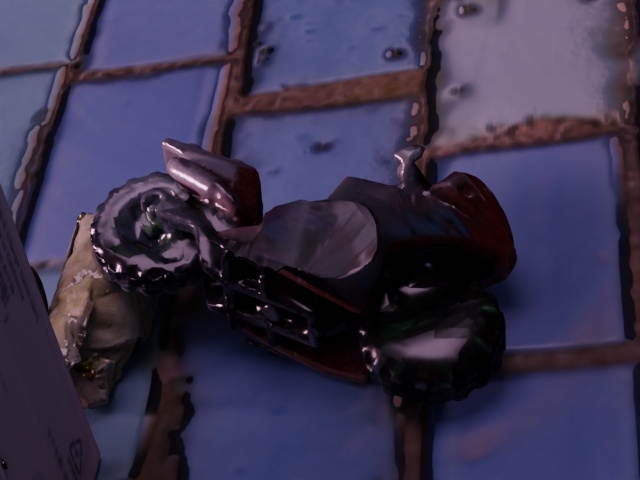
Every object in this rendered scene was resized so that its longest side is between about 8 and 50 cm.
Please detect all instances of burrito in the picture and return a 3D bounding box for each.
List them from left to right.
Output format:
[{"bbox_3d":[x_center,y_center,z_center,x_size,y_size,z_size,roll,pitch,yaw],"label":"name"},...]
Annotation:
[{"bbox_3d":[-0.103,0.023,0.977,0.041,0.055,0.149,-29,27,36],"label":"burrito"}]

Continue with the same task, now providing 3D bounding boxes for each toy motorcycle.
[{"bbox_3d":[0.000,-0.001,0.935,0.213,0.082,0.122,20,49,23],"label":"toy motorcycle"}]

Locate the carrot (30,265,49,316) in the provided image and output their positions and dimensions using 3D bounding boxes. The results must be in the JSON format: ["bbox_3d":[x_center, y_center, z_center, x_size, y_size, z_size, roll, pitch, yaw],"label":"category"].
[{"bbox_3d":[-0.222,0.050,0.973,0.186,0.060,0.060,-14,36,0],"label":"carrot"}]

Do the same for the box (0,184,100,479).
[{"bbox_3d":[-0.242,0.057,0.849,0.252,0.203,0.106,-5,37,14],"label":"box"}]
